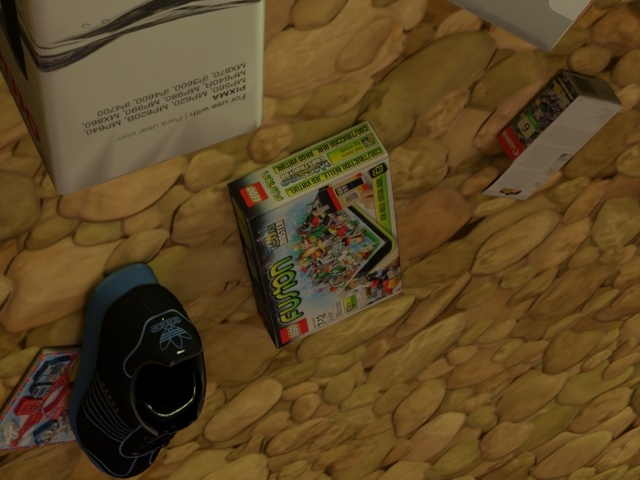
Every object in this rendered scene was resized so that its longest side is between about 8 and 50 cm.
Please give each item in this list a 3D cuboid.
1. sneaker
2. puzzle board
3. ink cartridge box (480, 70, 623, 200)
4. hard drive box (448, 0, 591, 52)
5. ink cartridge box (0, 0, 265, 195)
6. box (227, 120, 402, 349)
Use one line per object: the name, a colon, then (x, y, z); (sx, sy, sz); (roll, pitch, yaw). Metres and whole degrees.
sneaker: (-0.132, 0.122, 1.416); (0.081, 0.090, 0.232); (-24, 146, -23)
puzzle board: (-0.198, 0.122, 1.463); (0.096, 0.011, 0.128); (-2, 141, -41)
ink cartridge box: (0.172, -0.079, 1.463); (0.063, 0.029, 0.115); (6, 136, -48)
hard drive box: (0.117, -0.237, 0.932); (0.089, 0.232, 0.181); (25, 126, -19)
ink cartridge box: (-0.111, -0.182, 0.856); (0.114, 0.197, 0.273); (-21, 150, -14)
box: (0.000, 0.000, 1.422); (0.114, 0.036, 0.207); (-25, 152, -8)
